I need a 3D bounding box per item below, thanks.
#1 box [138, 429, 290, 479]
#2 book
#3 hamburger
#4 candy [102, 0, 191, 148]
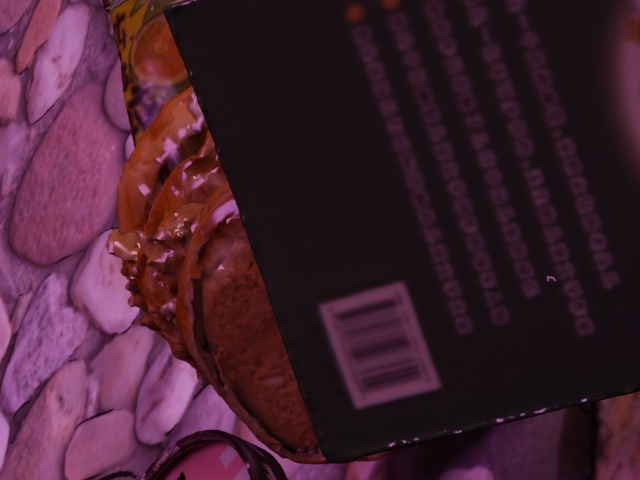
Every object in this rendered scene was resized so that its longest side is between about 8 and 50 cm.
[{"bbox_3d":[-0.036,0.205,1.144,0.151,0.135,0.151,-34,40,35],"label":"box"},{"bbox_3d":[0.126,-0.052,0.933,0.371,0.043,0.260,-16,98,25],"label":"book"},{"bbox_3d":[-0.004,0.004,1.150,0.211,0.245,0.260,60,138,50],"label":"hamburger"},{"bbox_3d":[-0.100,-0.148,1.518,0.187,0.081,0.297,-38,53,34],"label":"candy"}]
